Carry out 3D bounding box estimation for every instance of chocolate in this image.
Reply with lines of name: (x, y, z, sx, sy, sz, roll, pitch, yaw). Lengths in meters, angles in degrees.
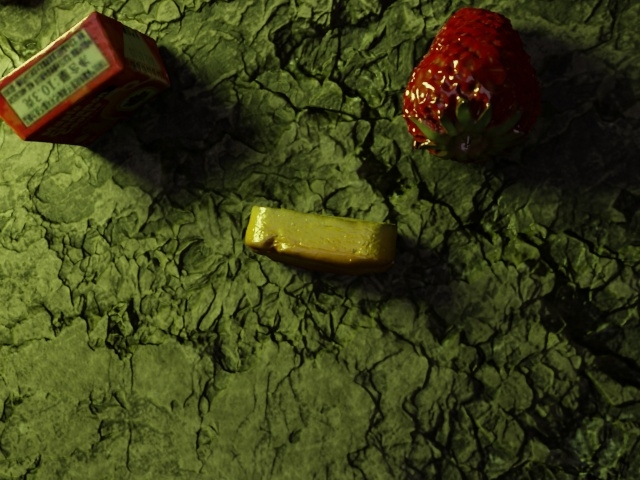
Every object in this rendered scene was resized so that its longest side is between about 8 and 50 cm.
chocolate: (-0.392, -0.256, 1.209, 0.237, 0.235, 0.108, -30, 89, 10)

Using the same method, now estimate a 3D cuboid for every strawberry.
strawberry: (0.229, -0.244, 1.086, 0.205, 0.205, 0.244, 1, 63, 15)

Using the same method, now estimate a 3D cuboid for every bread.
bread: (0.000, 0.000, 1.144, 0.245, 0.102, 0.094, 9, 84, 14)

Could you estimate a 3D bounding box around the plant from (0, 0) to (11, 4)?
plant: (-0.649, -0.538, 1.324, 0.234, 0.204, 0.178, 25, 100, 26)
